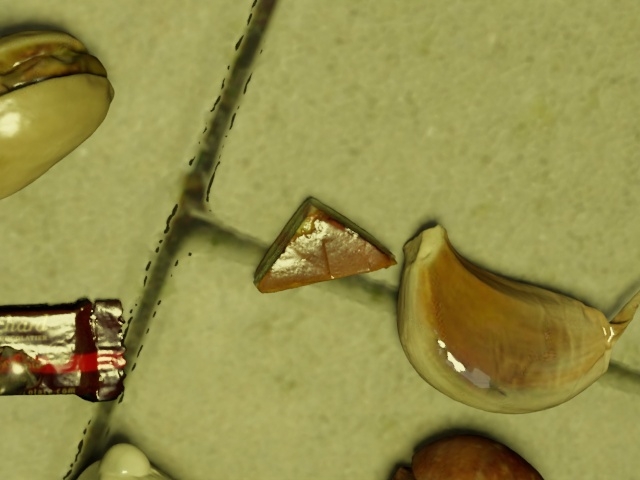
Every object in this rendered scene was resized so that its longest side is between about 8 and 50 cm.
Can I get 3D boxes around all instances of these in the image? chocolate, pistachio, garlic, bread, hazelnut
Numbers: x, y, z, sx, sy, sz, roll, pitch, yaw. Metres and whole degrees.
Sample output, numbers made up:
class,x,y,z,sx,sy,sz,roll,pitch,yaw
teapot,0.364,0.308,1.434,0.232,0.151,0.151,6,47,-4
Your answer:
class,x,y,z,sx,sy,sz,roll,pitch,yaw
chocolate,-0.234,0.083,1.126,0.183,0.028,0.086,3,102,-8
pistachio,-0.214,-0.084,1.047,0.149,0.113,0.113,-22,108,-10
garlic,0.152,0.068,1.155,0.198,0.090,0.128,12,91,-7
bread,0.000,0.000,1.131,0.109,0.043,0.062,-10,108,-5
hazelnut,0.112,0.226,1.165,0.143,0.143,0.154,9,105,-11

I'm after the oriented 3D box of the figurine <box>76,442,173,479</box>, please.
class,x,y,z,sx,sy,sz,roll,pitch,yaw
figurine,-0.088,0.264,1.151,0.236,0.127,0.155,28,81,-18
